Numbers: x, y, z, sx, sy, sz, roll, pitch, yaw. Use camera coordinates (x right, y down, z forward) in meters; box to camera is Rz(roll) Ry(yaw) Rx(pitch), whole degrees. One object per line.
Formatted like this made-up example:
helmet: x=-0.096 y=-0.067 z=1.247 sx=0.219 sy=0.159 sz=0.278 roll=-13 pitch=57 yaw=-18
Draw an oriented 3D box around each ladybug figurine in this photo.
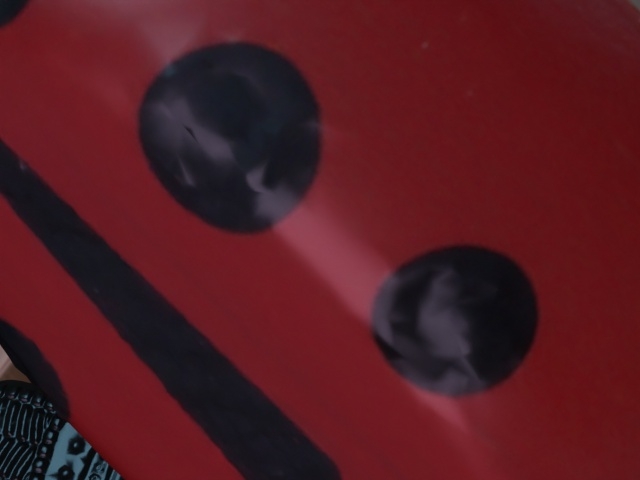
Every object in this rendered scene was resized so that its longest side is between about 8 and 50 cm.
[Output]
ladybug figurine: x=0.000 y=0.000 z=0.518 sx=0.449 sy=0.162 sz=0.305 roll=44 pitch=137 yaw=0

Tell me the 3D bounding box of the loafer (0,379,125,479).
loafer: x=-0.079 y=0.131 z=0.752 sx=0.220 sy=0.080 sz=0.078 roll=22 pitch=165 yaw=20
